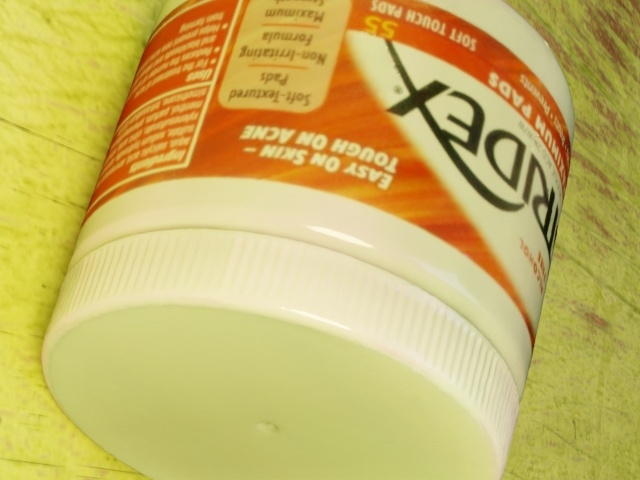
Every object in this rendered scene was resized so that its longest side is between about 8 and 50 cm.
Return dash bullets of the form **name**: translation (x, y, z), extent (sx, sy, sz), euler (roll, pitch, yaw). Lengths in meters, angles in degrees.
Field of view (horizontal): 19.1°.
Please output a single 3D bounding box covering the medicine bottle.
- **medicine bottle**: translation (0.000, 0.000, 1.042), extent (0.252, 0.252, 0.241), euler (60, 38, -50)
